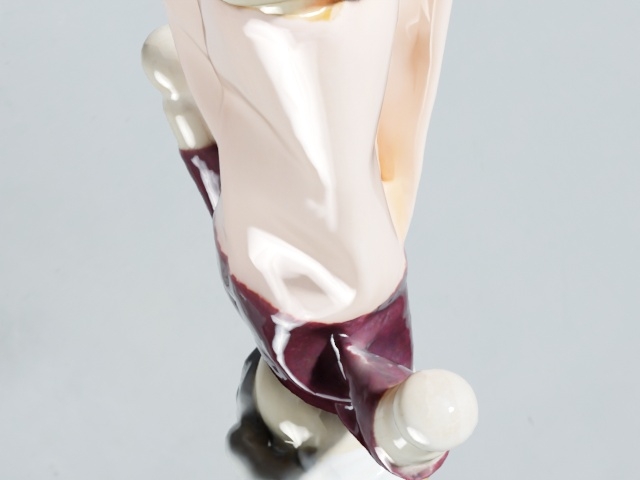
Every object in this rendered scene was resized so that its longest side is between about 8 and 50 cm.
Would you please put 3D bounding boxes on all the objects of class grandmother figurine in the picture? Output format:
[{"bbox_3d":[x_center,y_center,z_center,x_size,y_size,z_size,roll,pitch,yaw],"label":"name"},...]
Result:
[{"bbox_3d":[0.000,0.000,0.547,0.104,0.207,0.342,-17,144,-9],"label":"grandmother figurine"}]

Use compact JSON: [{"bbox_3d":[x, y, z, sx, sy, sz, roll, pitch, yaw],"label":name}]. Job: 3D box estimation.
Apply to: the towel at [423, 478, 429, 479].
[{"bbox_3d":[0.039,0.207,0.941,0.021,0.102,0.237,-2,83,29],"label":"towel"}]
